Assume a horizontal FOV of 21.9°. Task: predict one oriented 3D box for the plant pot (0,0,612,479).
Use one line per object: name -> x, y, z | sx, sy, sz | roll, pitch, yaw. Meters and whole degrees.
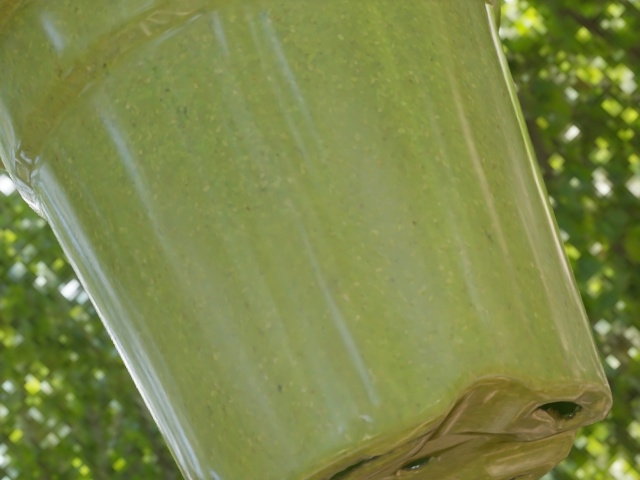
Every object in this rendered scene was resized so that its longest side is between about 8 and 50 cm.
plant pot -> 0.000, 0.000, 0.753 | 0.276, 0.253, 0.276 | -18, -24, -9
